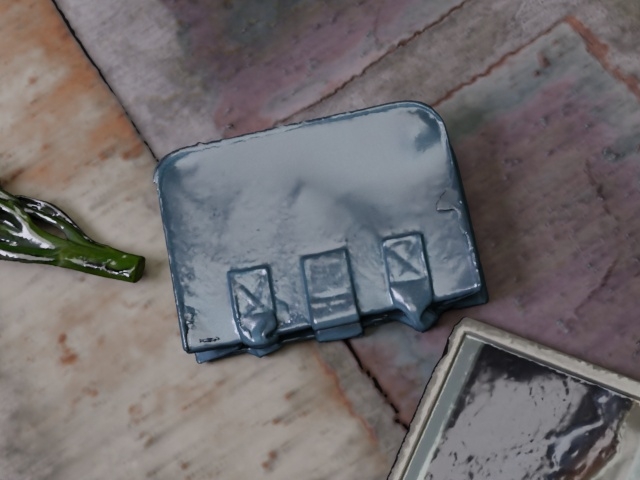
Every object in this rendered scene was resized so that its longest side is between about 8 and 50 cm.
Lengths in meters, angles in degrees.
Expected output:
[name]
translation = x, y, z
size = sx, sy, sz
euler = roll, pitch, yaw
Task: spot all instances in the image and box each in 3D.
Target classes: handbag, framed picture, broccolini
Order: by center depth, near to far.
[framed picture]
translation = 0.135, 0.203, 1.261
size = 0.192, 0.018, 0.265
euler = 20, 74, 16
[handbag]
translation = 0.000, 0.000, 1.335
size = 0.229, 0.062, 0.179
euler = -13, 71, 4
[broccolini]
translation = -0.235, 0.002, 1.378
size = 0.202, 0.068, 0.091
euler = 26, 47, 7
